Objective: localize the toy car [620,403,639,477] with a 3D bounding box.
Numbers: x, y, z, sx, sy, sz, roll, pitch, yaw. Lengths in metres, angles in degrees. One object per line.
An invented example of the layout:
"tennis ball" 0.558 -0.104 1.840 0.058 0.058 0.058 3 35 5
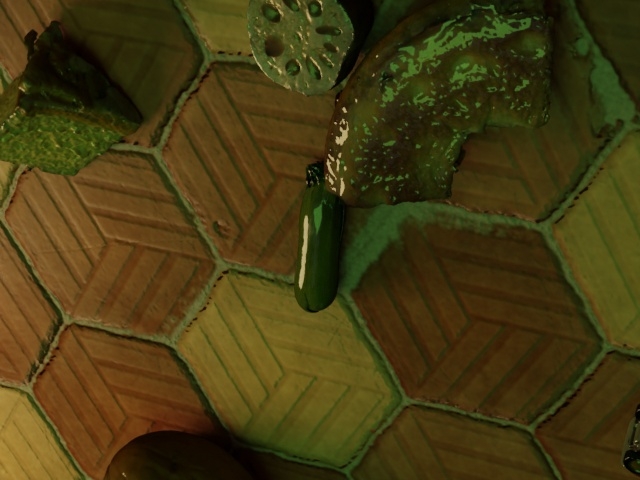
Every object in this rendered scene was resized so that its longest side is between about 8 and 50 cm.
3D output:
"toy car" 0.382 0.213 1.438 0.139 0.112 0.112 -19 127 43

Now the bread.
"bread" -0.285 -0.128 1.537 0.152 0.127 0.147 36 130 -21

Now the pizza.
"pizza" 0.110 -0.135 1.350 0.161 0.086 0.305 37 123 -17

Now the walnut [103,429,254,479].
"walnut" -0.162 0.319 1.713 0.207 0.167 0.167 31 128 6

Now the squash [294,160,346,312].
"squash" 0.000 0.000 1.511 0.052 0.052 0.183 16 122 15

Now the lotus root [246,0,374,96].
"lotus root" -0.010 -0.208 1.366 0.112 0.081 0.122 30 128 7
